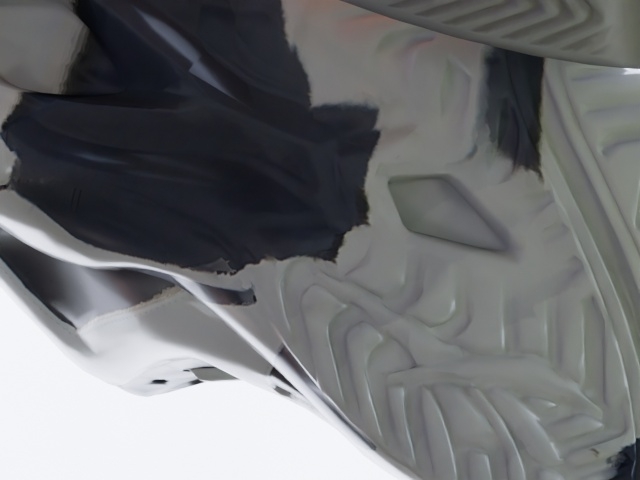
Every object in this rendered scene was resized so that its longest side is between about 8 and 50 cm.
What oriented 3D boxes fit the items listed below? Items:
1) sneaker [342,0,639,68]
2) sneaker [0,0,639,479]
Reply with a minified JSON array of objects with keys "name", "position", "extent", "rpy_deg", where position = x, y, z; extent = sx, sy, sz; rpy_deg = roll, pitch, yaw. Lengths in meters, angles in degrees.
[{"name":"sneaker","position":[0.114,-0.142,0.384],"extent":[0.321,0.124,0.180],"rpy_deg":[-10,-136,-5]},{"name":"sneaker","position":[0.000,0.000,0.441],"extent":[0.235,0.153,0.094],"rpy_deg":[20,-97,4]}]
